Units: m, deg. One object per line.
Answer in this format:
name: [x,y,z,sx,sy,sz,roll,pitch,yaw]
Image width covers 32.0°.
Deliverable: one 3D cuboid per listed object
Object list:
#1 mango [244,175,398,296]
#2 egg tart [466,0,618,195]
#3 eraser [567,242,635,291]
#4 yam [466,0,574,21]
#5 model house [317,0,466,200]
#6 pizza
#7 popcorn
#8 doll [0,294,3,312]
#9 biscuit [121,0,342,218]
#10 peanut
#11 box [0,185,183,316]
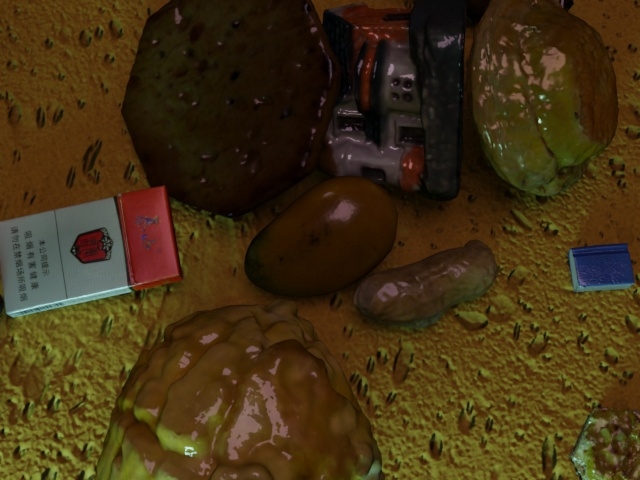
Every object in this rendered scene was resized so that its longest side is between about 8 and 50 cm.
mango: [0.005,0.002,1.523,0.221,0.151,0.120,-37,37,11]
egg tart: [0.329,-0.209,1.542,0.128,0.319,0.319,-1,64,40]
eraser: [0.402,0.038,1.597,0.085,0.027,0.063,-4,72,-5]
yam: [0.248,-0.399,1.695,0.280,0.131,0.131,27,71,5]
model house: [0.059,-0.204,1.547,0.301,0.271,0.190,6,33,12]
pizza: [0.395,0.285,1.504,0.099,0.036,0.160,31,71,7]
popcorn: [-0.107,0.267,1.318,0.354,0.344,0.390,-30,62,3]
doll: [-0.539,0.121,1.432,0.174,0.235,0.330,-31,59,31]
biscuit: [-0.128,-0.206,1.557,0.359,0.046,0.359,-3,84,30]
peanut: [0.147,0.063,1.542,0.214,0.099,0.099,-25,74,-17]
box: [-0.320,0.015,1.536,0.245,0.035,0.139,-11,74,2]
